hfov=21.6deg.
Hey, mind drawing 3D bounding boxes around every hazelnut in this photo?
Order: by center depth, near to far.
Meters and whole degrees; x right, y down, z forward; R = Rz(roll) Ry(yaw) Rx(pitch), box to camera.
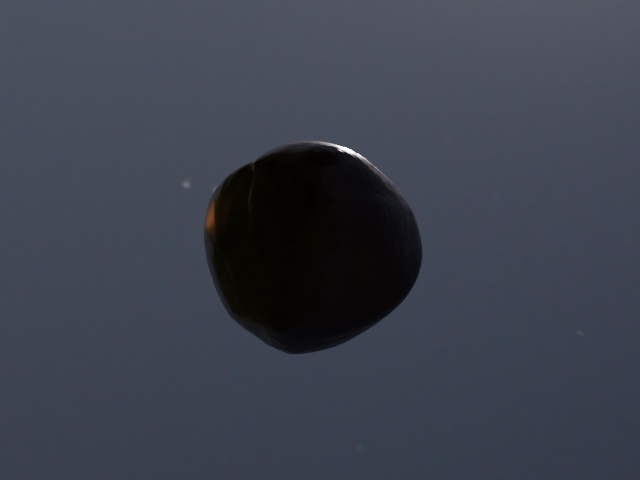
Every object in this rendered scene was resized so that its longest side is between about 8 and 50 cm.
[{"bbox_3d":[0.000,0.000,1.553,0.208,0.208,0.208,-18,-116,41],"label":"hazelnut"}]
